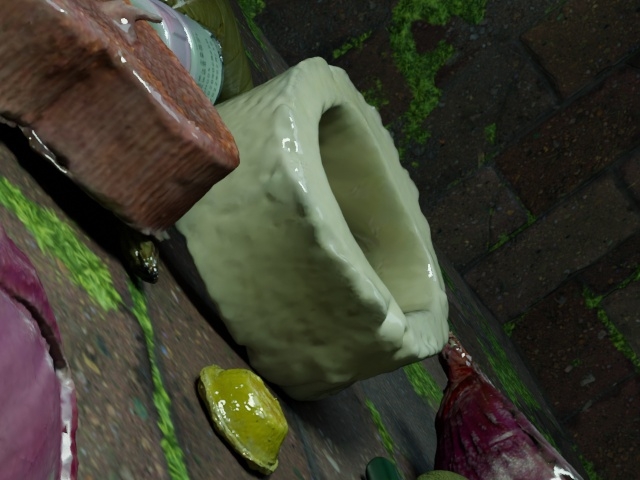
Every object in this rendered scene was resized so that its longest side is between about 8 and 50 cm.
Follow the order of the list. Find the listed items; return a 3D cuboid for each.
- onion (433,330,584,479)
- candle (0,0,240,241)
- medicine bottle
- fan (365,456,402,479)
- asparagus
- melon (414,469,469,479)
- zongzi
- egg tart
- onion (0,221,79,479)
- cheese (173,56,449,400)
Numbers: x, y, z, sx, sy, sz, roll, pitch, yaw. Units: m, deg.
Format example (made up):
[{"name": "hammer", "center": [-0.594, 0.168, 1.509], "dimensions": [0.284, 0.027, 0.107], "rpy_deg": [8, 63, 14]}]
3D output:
[{"name": "onion", "center": [0.188, 0.274, 1.535], "dimensions": [0.349, 0.159, 0.267], "rpy_deg": [51, -6, 29]}, {"name": "candle", "center": [-0.199, -0.166, 1.147], "dimensions": [0.317, 0.131, 0.287], "rpy_deg": [45, 10, -26]}, {"name": "medicine bottle", "center": [-0.178, -0.172, 1.347], "dimensions": [0.135, 0.135, 0.168], "rpy_deg": [55, 8, 8]}, {"name": "fan", "center": [0.071, 0.261, 1.323], "dimensions": [0.082, 0.039, 0.155], "rpy_deg": [50, 8, -24]}, {"name": "asparagus", "center": [-0.164, -0.018, 1.175], "dimensions": [0.165, 0.030, 0.036], "rpy_deg": [61, -3, 42]}, {"name": "melon", "center": [0.142, 0.296, 1.370], "dimensions": [0.099, 0.099, 0.162], "rpy_deg": [42, 13, -54]}, {"name": "zongzi", "center": [-0.145, -0.206, 1.672], "dimensions": [0.300, 0.145, 0.274], "rpy_deg": [58, 11, -23]}, {"name": "egg tart", "center": [-0.058, 0.138, 1.113], "dimensions": [0.105, 0.039, 0.105], "rpy_deg": [54, 7, -9]}, {"name": "onion", "center": [-0.170, 0.053, 0.623], "dimensions": [0.247, 0.111, 0.250], "rpy_deg": [50, 8, -18]}, {"name": "cheese", "center": [-0.003, 0.002, 1.354], "dimensions": [0.332, 0.153, 0.292], "rpy_deg": [59, 22, -18]}]
